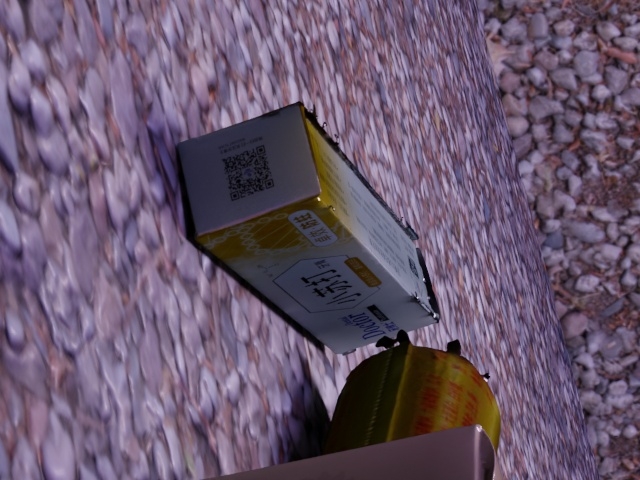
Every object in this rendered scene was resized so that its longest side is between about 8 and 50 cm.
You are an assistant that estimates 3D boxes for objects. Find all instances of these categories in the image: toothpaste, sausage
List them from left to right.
[{"bbox_3d":[0.000,0.000,1.264,0.313,0.089,0.071,44,28,-67],"label":"toothpaste"},{"bbox_3d":[0.049,0.173,1.223,0.317,0.117,0.125,-70,167,-68],"label":"sausage"}]

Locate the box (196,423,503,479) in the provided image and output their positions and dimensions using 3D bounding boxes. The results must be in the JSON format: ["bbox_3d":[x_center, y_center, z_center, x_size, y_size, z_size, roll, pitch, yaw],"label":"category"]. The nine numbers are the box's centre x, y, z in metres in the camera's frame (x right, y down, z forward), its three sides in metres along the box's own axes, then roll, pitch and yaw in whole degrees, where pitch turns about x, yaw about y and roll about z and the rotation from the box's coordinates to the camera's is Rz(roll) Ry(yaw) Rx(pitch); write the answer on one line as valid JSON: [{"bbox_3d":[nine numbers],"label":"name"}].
[{"bbox_3d":[0.032,0.216,0.994,0.095,0.168,0.212,-75,151,-61],"label":"box"}]
